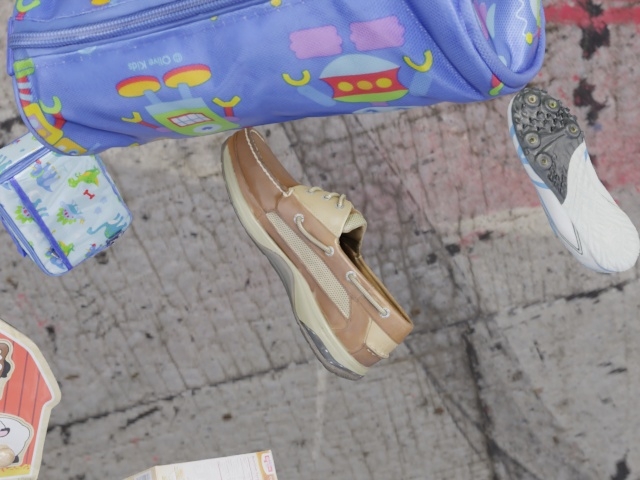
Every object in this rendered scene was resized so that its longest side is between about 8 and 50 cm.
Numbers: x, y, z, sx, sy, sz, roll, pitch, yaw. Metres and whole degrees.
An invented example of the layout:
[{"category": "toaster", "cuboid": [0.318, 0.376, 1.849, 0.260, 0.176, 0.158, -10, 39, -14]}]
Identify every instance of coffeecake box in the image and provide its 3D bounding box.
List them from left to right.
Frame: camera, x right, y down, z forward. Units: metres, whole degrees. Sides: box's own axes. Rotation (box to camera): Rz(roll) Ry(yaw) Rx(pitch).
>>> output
[{"category": "coffeecake box", "cuboid": [-0.170, 0.332, 1.095, 0.186, 0.068, 0.142, 6, 152, -44]}]

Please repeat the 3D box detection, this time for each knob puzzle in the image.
[{"category": "knob puzzle", "cuboid": [-0.333, 0.152, 0.770, 0.213, 0.030, 0.213, -13, 116, -28]}]

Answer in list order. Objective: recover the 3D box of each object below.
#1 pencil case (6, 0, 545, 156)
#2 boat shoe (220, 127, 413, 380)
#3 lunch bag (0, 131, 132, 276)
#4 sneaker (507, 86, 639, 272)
[{"category": "pencil case", "cuboid": [-0.035, -0.120, 0.454, 0.306, 0.119, 0.133, -5, 173, 28]}, {"category": "boat shoe", "cuboid": [0.000, 0.000, 0.977, 0.120, 0.324, 0.122, -34, 166, 14]}, {"category": "lunch bag", "cuboid": [-0.406, -0.060, 1.288, 0.176, 0.090, 0.219, -35, 136, -19]}, {"category": "sneaker", "cuboid": [0.275, -0.063, 0.953, 0.085, 0.086, 0.237, -35, 99, -16]}]
